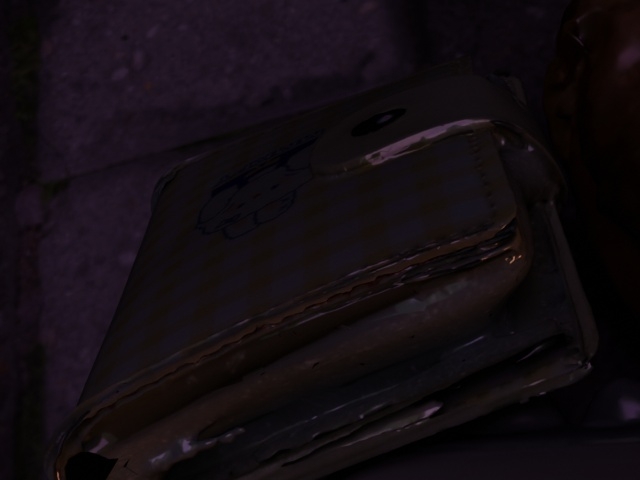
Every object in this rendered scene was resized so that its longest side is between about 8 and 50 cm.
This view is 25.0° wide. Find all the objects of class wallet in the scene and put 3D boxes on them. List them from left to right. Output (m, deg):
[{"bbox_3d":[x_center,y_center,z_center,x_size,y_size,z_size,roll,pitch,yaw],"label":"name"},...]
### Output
[{"bbox_3d":[0.000,0.000,0.655,0.223,0.077,0.309,-27,19,12],"label":"wallet"}]

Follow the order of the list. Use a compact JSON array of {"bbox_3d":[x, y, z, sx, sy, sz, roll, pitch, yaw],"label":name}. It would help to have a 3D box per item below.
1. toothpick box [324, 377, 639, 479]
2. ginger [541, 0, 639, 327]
[{"bbox_3d":[0.112,0.159,0.519,0.316,0.229,0.229,-6,58,28],"label":"toothpick box"},{"bbox_3d":[0.206,0.005,0.622,0.321,0.165,0.172,42,106,28],"label":"ginger"}]
